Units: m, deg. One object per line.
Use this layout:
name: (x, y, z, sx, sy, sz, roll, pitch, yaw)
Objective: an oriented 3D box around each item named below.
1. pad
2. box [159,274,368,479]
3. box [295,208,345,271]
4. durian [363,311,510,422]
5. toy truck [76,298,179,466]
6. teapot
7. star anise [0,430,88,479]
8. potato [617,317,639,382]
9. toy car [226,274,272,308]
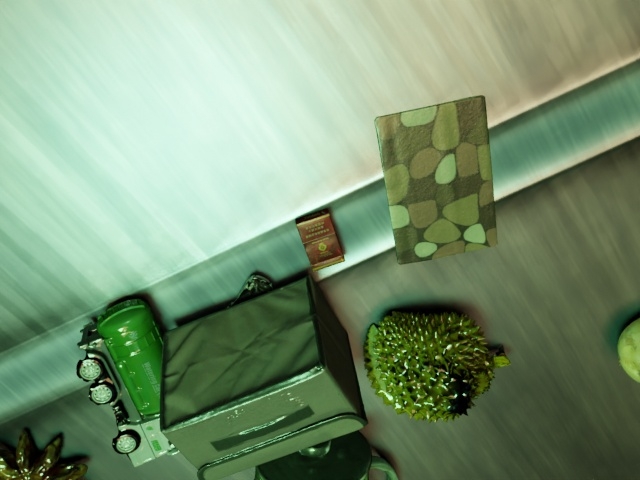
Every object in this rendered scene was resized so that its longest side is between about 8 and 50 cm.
pad: (0.172, -0.080, 0.922, 0.158, 0.003, 0.235, -12, 115, 0)
box: (-0.086, 0.195, 0.911, 0.252, 0.188, 0.153, -20, 130, 7)
box: (0.000, 0.000, 0.930, 0.051, 0.023, 0.082, -18, 114, 4)
durian: (0.188, 0.206, 0.978, 0.237, 0.138, 0.194, -2, 114, -5)
toy truck: (-0.276, 0.210, 0.959, 0.124, 0.101, 0.243, -19, 112, -10)
teapot: (0.018, 0.450, 1.054, 0.270, 0.200, 0.337, -15, 115, -27)
star anise: (-0.483, 0.417, 1.043, 0.177, 0.073, 0.234, 31, 111, -13)
potato: (0.561, 0.167, 1.012, 0.178, 0.109, 0.119, -12, 128, 0)
toy car: (-0.109, 0.091, 0.959, 0.041, 0.025, 0.093, 30, 116, -21)
